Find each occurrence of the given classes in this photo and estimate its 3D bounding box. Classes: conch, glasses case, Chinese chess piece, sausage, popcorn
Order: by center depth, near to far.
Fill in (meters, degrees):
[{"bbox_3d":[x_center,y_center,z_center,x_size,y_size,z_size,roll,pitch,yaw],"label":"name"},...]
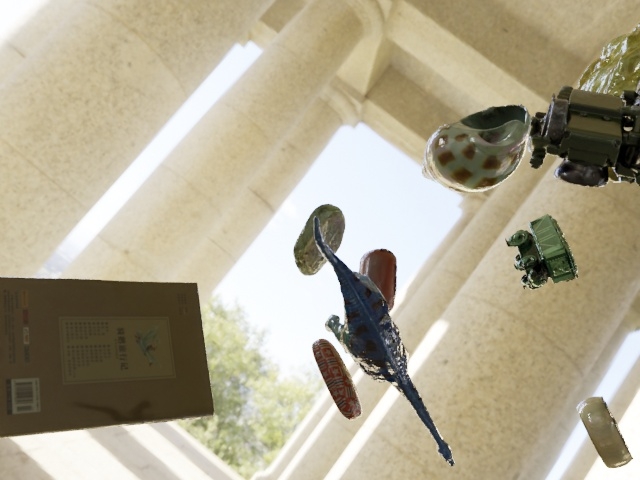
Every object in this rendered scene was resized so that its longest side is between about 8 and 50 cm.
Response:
[{"bbox_3d":[0.490,0.330,1.148,0.122,0.051,0.122,55,17,-27],"label":"Chinese chess piece"},{"bbox_3d":[0.104,0.076,1.216,0.076,0.141,0.076,8,-31,5],"label":"sausage"},{"bbox_3d":[0.622,-0.268,1.234,0.334,0.293,0.293,-133,-147,-54],"label":"popcorn"},{"bbox_3d":[0.039,0.302,1.473,0.195,0.049,0.073,63,15,24],"label":"glasses case"},{"bbox_3d":[0.408,-0.241,1.807,0.367,0.249,0.197,11,-34,44],"label":"conch"}]

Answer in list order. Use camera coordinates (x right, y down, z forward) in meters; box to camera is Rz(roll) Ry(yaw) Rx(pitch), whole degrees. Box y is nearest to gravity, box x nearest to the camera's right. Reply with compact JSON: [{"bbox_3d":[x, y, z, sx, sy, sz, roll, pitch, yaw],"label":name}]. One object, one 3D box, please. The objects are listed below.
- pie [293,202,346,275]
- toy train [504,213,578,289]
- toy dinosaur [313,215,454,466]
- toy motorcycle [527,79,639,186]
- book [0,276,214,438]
[{"bbox_3d":[0.000,0.000,1.609,0.041,0.187,0.187,26,-17,28],"label":"pie"},{"bbox_3d":[0.613,0.038,1.852,0.115,0.154,0.269,63,17,-21],"label":"toy train"},{"bbox_3d":[0.058,0.114,0.798,0.329,0.076,0.144,62,-9,-8],"label":"toy dinosaur"},{"bbox_3d":[0.418,-0.164,0.986,0.205,0.275,0.127,13,-57,16],"label":"toy motorcycle"},{"bbox_3d":[-0.304,0.158,0.952,0.310,0.217,0.021,6,-27,-37],"label":"book"}]
